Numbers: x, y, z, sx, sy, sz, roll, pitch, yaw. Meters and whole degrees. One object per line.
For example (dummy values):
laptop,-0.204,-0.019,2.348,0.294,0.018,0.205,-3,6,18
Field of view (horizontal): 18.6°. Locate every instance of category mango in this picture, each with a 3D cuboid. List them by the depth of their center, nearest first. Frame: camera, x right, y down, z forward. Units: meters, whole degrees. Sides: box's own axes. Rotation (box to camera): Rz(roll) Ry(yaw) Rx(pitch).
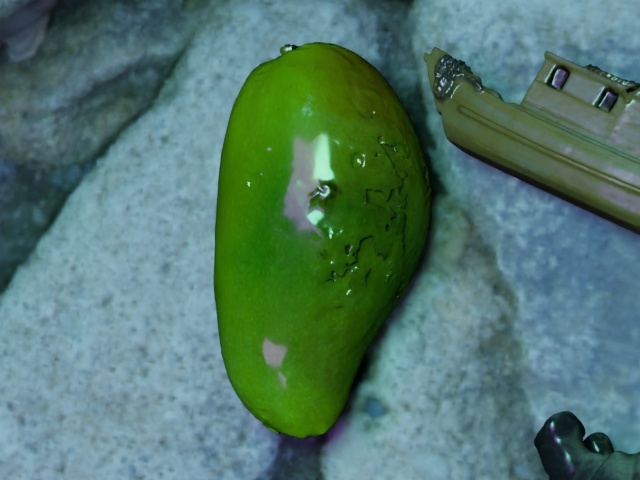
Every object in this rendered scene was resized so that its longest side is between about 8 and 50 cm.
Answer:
mango,0.000,0.000,1.151,0.125,0.111,0.232,-1,84,30

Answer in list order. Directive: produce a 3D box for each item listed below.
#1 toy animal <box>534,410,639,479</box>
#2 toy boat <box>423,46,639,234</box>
toy animal,0.277,0.091,1.004,0.343,0.106,0.168,-24,65,23
toy boat,0.147,-0.064,1.119,0.200,0.057,0.077,27,90,26
